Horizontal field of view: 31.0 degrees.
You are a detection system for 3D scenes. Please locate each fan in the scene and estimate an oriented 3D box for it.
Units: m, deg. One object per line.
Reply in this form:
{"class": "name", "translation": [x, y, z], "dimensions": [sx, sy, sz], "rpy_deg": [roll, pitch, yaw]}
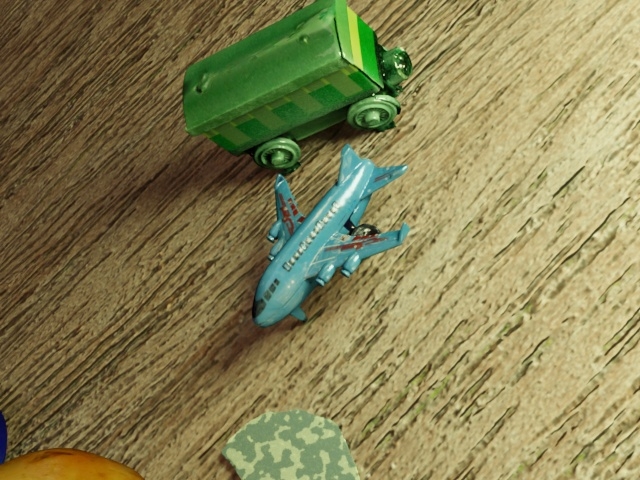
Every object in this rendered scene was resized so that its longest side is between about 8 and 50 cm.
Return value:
{"class": "fan", "translation": [-0.033, 0.273, 1.418], "dimensions": [0.240, 0.009, 0.131], "rpy_deg": [14, 74, 44]}

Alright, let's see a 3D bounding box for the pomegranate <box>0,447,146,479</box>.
{"class": "pomegranate", "translation": [-0.317, 0.444, 1.332], "dimensions": [0.410, 0.410, 0.410], "rpy_deg": [-20, 54, 30]}

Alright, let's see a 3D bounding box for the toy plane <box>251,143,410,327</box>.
{"class": "toy plane", "translation": [0.000, 0.000, 1.488], "dimensions": [0.254, 0.105, 0.271], "rpy_deg": [25, 83, 46]}

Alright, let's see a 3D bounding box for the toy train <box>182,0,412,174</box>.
{"class": "toy train", "translation": [-0.032, -0.205, 1.571], "dimensions": [0.301, 0.202, 0.120], "rpy_deg": [-21, 57, 28]}

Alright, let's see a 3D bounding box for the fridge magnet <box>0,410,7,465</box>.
{"class": "fridge magnet", "translation": [-0.579, 0.328, 1.765], "dimensions": [0.265, 0.113, 0.265], "rpy_deg": [-20, 55, 30]}
